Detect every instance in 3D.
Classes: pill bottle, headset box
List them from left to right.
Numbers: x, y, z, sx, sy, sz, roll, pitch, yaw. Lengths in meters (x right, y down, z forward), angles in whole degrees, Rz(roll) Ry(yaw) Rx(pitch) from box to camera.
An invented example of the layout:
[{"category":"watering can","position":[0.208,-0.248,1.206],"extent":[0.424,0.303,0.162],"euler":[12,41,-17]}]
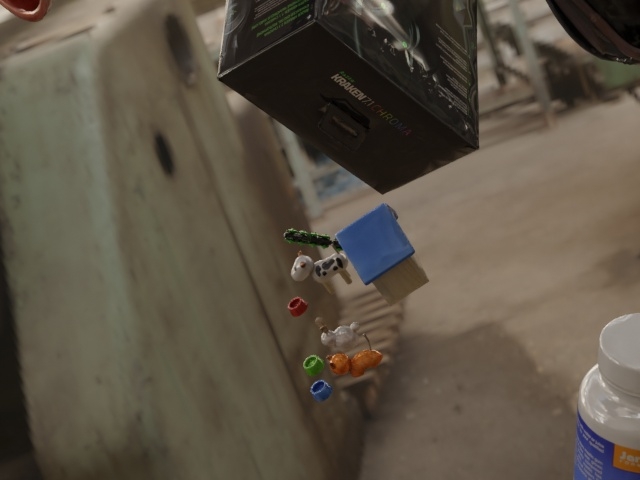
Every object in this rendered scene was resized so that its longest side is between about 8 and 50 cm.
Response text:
[{"category":"headset box","position":[0.036,-0.218,1.435],"extent":[0.131,0.246,0.283],"euler":[-25,48,35]},{"category":"pill bottle","position":[0.369,0.224,1.649],"extent":[0.152,0.272,0.152],"euler":[-3,33,2]}]

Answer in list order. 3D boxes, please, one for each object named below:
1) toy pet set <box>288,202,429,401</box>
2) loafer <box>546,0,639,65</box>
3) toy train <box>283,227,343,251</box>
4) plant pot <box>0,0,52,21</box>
[{"category":"toy pet set","position":[0.016,0.031,1.018],"extent":[0.114,0.065,0.122],"euler":[-34,31,8]},{"category":"loafer","position":[0.131,-0.235,0.878],"extent":[0.109,0.302,0.095],"euler":[-36,14,12]},{"category":"toy train","position":[0.000,0.000,1.589],"extent":[0.083,0.017,0.024],"euler":[10,3,-7]},{"category":"plant pot","position":[-0.207,-0.374,1.252],"extent":[0.265,0.272,0.272],"euler":[-35,20,-20]}]
